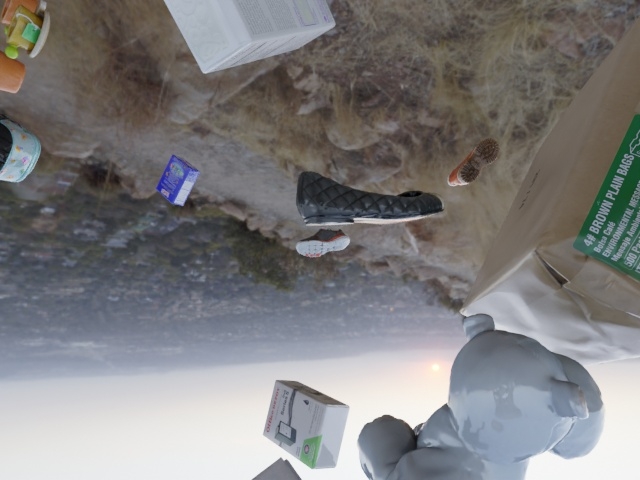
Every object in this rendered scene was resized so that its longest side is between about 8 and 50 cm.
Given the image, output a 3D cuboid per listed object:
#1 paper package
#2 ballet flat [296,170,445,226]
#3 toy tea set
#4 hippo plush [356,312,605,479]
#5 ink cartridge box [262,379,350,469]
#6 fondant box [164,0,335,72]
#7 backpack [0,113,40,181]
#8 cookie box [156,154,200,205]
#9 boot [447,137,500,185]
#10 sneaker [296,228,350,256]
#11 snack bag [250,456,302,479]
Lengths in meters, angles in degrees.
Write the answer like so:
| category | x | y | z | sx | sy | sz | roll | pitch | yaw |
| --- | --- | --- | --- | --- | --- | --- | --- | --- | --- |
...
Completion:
| category | x | y | z | sx | sy | sz | roll | pitch | yaw |
| --- | --- | --- | --- | --- | --- | --- | --- | --- | --- |
| paper package | 0.339 | -0.036 | 0.558 | 0.168 | 0.325 | 0.309 | 28 | 164 | 14 |
| ballet flat | 0.056 | -0.040 | 0.433 | 0.173 | 0.049 | 0.057 | -3 | 176 | -35 |
| toy tea set | -0.548 | -0.429 | 0.799 | 0.200 | 0.336 | 0.124 | 10 | 175 | 45 |
| hippo plush | 0.153 | 0.195 | 0.487 | 0.294 | 0.236 | 0.234 | 19 | -174 | -29 |
| ink cartridge box | -0.054 | 0.600 | 1.522 | 0.115 | 0.198 | 0.273 | 20 | 170 | -41 |
| fondant box | -0.116 | -0.408 | 0.693 | 0.096 | 0.238 | 0.330 | -18 | -162 | 29 |
| backpack | -0.859 | -0.247 | 1.246 | 0.188 | 0.166 | 0.144 | 32 | -176 | 25 |
| cookie box | -0.384 | -0.161 | 1.230 | 0.092 | 0.107 | 0.040 | 37 | -168 | 32 |
| boot | 0.388 | -0.198 | 1.171 | 0.158 | 0.059 | 0.084 | -43 | -175 | -15 |
| sneaker | 0.000 | 0.000 | 1.265 | 0.158 | 0.065 | 0.061 | -6 | 136 | -26 |
| snack bag | -0.130 | 0.752 | 1.138 | 0.323 | 0.037 | 0.342 | -26 | -144 | -27 |
